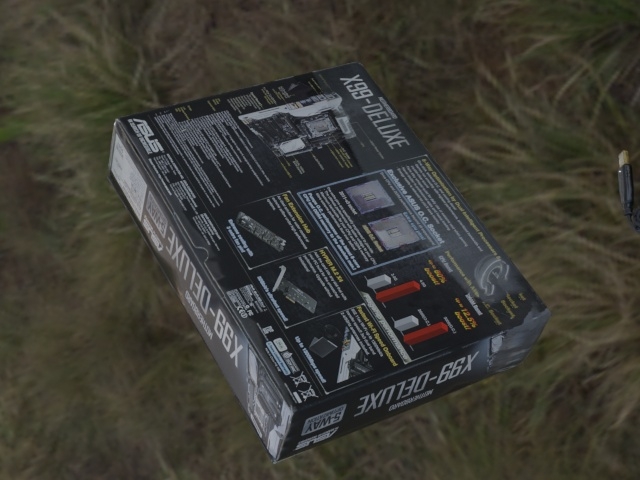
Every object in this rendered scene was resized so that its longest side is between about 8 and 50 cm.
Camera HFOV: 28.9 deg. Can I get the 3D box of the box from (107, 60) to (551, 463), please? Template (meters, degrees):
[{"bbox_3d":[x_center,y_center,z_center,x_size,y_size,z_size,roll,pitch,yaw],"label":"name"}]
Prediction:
[{"bbox_3d":[0.000,0.000,1.012,0.307,0.242,0.077,55,147,28],"label":"box"}]

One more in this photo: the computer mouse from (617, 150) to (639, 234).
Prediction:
[{"bbox_3d":[0.426,-0.127,1.435,0.184,0.060,0.262,-12,78,48],"label":"computer mouse"}]
